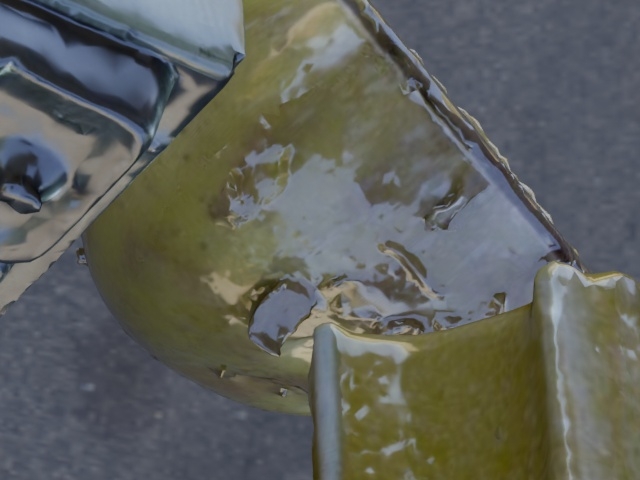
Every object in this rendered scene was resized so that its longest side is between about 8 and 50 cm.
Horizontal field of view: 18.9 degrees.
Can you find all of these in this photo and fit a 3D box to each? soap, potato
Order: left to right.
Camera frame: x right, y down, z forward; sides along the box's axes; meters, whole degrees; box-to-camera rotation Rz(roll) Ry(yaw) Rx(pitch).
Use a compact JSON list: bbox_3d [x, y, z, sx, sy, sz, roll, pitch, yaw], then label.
[{"bbox_3d":[0.000,0.000,1.486,0.319,0.385,0.442,-40,133,9],"label":"potato"},{"bbox_3d":[0.131,0.198,0.740,0.293,0.156,0.335,28,53,-48],"label":"soap"}]

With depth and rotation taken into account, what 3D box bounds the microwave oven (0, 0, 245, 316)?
[{"bbox_3d":[-0.259,-0.063,0.630,0.333,0.394,0.247,23,44,-28],"label":"microwave oven"}]
